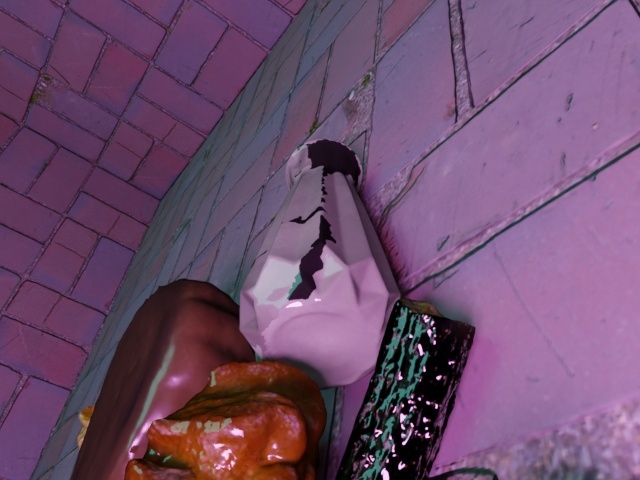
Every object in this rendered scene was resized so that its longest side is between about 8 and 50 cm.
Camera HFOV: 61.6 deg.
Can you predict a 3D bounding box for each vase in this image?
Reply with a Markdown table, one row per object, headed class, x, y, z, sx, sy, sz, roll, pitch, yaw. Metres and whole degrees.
| class | x | y | z | sx | sy | sz | roll | pitch | yaw |
| --- | --- | --- | --- | --- | --- | --- | --- | --- | --- |
| vase | 0.000 | 0.000 | 0.640 | 0.165 | 0.165 | 0.360 | -48 | 21 | 26 |

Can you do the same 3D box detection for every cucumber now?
| class | x | y | z | sx | sy | sz | roll | pitch | yaw |
| --- | --- | --- | --- | --- | --- | --- | --- | --- | --- |
| cucumber | 0.042 | 0.186 | 0.407 | 0.072 | 0.072 | 0.300 | -1 | 65 | 65 |

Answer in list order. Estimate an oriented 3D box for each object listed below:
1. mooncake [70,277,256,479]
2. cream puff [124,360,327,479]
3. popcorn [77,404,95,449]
| class | x | y | z | sx | sy | sz | roll | pitch | yaw |
| --- | --- | --- | --- | --- | --- | --- | --- | --- | --- |
| mooncake | -0.171 | 0.217 | 0.680 | 0.324 | 0.187 | 0.324 | -46 | 27 | 32 |
| cream puff | -0.076 | 0.225 | 0.435 | 0.241 | 0.154 | 0.269 | -48 | -19 | -76 |
| popcorn | -0.304 | 0.323 | 0.882 | 0.174 | 0.173 | 0.142 | -59 | 5 | 2 |
